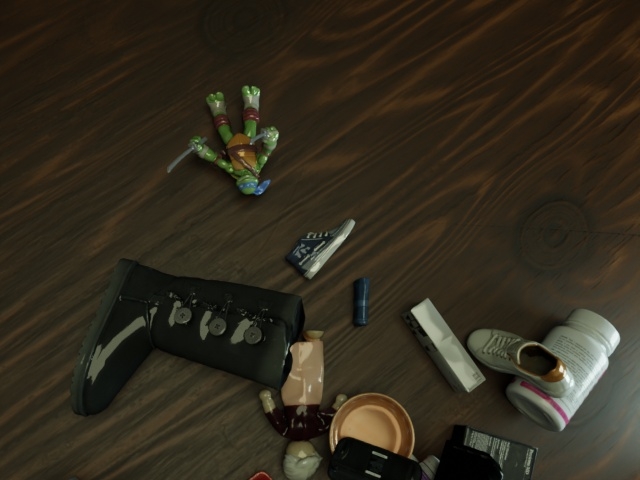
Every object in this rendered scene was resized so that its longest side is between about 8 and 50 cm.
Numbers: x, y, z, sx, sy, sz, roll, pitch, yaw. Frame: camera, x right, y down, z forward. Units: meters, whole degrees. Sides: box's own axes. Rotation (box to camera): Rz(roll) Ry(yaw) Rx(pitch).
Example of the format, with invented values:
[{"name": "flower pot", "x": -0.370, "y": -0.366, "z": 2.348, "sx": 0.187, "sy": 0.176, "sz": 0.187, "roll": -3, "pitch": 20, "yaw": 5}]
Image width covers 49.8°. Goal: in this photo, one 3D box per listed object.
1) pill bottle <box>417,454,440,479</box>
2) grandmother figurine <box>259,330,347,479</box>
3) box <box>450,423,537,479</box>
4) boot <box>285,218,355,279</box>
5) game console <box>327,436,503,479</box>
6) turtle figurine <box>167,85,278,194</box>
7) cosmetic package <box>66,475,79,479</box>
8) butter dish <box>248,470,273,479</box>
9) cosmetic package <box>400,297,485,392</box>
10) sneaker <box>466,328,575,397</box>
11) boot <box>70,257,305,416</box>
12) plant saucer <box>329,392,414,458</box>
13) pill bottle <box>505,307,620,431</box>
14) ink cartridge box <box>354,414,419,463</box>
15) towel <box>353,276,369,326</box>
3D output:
[{"name": "pill bottle", "x": 0.197, "y": 0.573, "z": 1.535, "sx": 0.193, "sy": 0.108, "sz": 0.108, "roll": -28, "pitch": 83, "yaw": -14}, {"name": "grandmother figurine", "x": -0.040, "y": 0.384, "z": 1.612, "sx": 0.207, "sy": 0.104, "sz": 0.343, "roll": 2, "pitch": 80, "yaw": -2}, {"name": "box", "x": 0.385, "y": 0.591, "z": 1.633, "sx": 0.184, "sy": 0.103, "sz": 0.261, "roll": 18, "pitch": 76, "yaw": -2}, {"name": "boot", "x": 0.000, "y": 0.000, "z": 1.715, "sx": 0.086, "sy": 0.069, "sz": 0.190, "roll": 41, "pitch": 76, "yaw": -2}, {"name": "game console", "x": 0.197, "y": 0.512, "z": 1.487, "sx": 0.361, "sy": 0.044, "sz": 0.213, "roll": 16, "pitch": 55, "yaw": 18}, {"name": "turtle figurine", "x": -0.208, "y": -0.262, "z": 1.655, "sx": 0.274, "sy": 0.197, "sz": 0.266, "roll": 23, "pitch": 47, "yaw": -46}, {"name": "cosmetic package", "x": -0.543, "y": 0.602, "z": 1.425, "sx": 0.151, "sy": 0.184, "sz": 0.151, "roll": -37, "pitch": 86, "yaw": -15}, {"name": "butter dish", "x": -0.135, "y": 0.622, "z": 1.527, "sx": 0.160, "sy": 0.118, "sz": 0.160, "roll": -38, "pitch": 86, "yaw": -16}, {"name": "cosmetic package", "x": 0.297, "y": 0.260, "z": 1.696, "sx": 0.060, "sy": 0.099, "sz": 0.239, "roll": -34, "pitch": 85, "yaw": -13}, {"name": "sneaker", "x": 0.461, "y": 0.259, "z": 1.635, "sx": 0.106, "sy": 0.290, "sz": 0.123, "roll": -50, "pitch": 130, "yaw": -17}, {"name": "boot", "x": -0.285, "y": 0.255, "z": 1.531, "sx": 0.444, "sy": 0.146, "sz": 0.367, "roll": 14, "pitch": 75, "yaw": 4}, {"name": "plant saucer", "x": 0.115, "y": 0.452, "z": 1.587, "sx": 0.199, "sy": 0.037, "sz": 0.200, "roll": 2, "pitch": 76, "yaw": -8}, {"name": "pill bottle", "x": 0.603, "y": 0.314, "z": 1.704, "sx": 0.160, "sy": 0.160, "sz": 0.283, "roll": 43, "pitch": 74, "yaw": 1}, {"name": "ink cartridge box", "x": 0.160, "y": 0.527, "z": 1.629, "sx": 0.109, "sy": 0.062, "sz": 0.209, "roll": -41, "pitch": 87, "yaw": -15}, {"name": "towel", "x": 0.099, "y": 0.152, "z": 1.700, "sx": 0.029, "sy": 0.067, "sz": 0.120, "roll": 6, "pitch": 77, "yaw": -10}]
